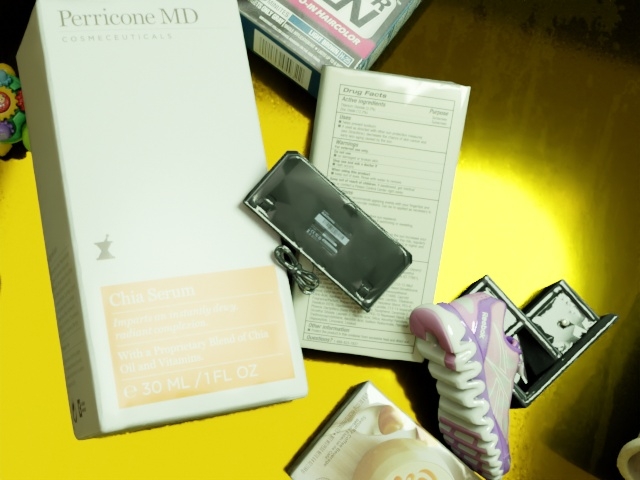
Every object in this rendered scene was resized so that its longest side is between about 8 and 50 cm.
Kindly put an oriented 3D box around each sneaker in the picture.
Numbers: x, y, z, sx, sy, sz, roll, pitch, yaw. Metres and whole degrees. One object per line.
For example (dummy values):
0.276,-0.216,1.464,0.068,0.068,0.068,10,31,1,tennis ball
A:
0.180,0.156,1.147,0.104,0.095,0.236,-28,116,-25,sneaker

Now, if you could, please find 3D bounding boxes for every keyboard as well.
0.000,0.000,1.112,0.180,0.023,0.108,42,91,-8,keyboard

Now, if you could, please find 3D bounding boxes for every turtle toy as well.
-0.363,-0.148,1.231,0.130,0.066,0.095,38,79,-9,turtle toy

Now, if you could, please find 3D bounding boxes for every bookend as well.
0.236,0.090,1.239,0.157,0.072,0.156,-40,85,-11,bookend

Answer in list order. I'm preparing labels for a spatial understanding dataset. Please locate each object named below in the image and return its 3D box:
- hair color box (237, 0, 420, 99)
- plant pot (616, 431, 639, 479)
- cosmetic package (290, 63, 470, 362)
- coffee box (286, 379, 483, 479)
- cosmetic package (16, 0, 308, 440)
0.057,-0.350,1.285,0.174,0.105,0.347,37,79,2,hair color box
0.531,0.153,1.151,0.333,0.334,0.305,24,67,0,plant pot
0.058,-0.033,1.174,0.160,0.113,0.310,9,100,-4,cosmetic package
0.100,0.290,1.178,0.246,0.098,0.141,40,80,3,coffee box
-0.180,-0.028,1.153,0.230,0.161,0.453,-7,80,-24,cosmetic package
